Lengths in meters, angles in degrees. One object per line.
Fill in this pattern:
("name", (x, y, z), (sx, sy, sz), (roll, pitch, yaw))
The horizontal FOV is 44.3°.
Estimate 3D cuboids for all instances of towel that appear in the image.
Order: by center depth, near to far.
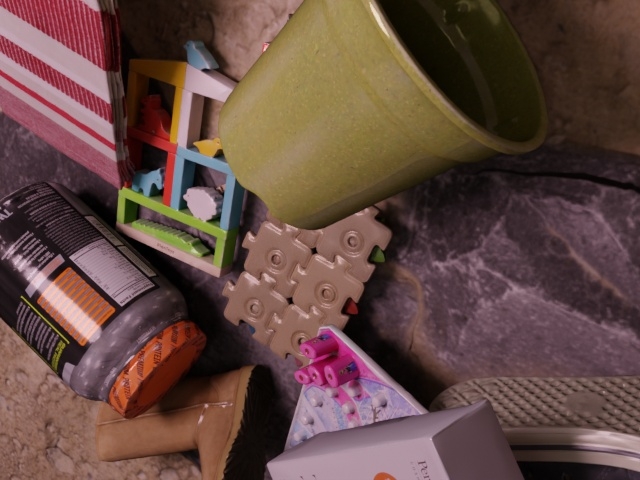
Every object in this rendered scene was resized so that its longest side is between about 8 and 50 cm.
("towel", (-0.333, -0.231, 0.964), (0.237, 0.037, 0.329), (32, 145, 15))

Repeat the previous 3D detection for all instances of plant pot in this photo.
("plant pot", (0.041, -0.145, 0.792), (0.254, 0.276, 0.276), (-33, 90, 36))

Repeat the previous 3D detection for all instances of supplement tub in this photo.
("supplement tub", (-0.320, 0.083, 1.078), (0.316, 0.194, 0.193), (41, 120, 13))

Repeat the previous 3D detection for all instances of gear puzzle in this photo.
("gear puzzle", (0.000, 0.000, 0.989), (0.175, 0.044, 0.338), (33, 115, 16))

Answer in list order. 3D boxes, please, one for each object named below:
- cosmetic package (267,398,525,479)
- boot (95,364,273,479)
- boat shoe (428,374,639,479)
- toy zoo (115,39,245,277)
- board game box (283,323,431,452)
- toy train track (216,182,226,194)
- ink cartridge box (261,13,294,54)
("cosmetic package", (0.120, 0.368, 0.791), (0.284, 0.097, 0.377), (-29, 83, 49))
("boot", (-0.204, 0.289, 1.101), (0.270, 0.236, 0.089), (-12, 136, 27))
("boat shoe", (0.349, 0.241, 0.811), (0.500, 0.187, 0.155), (-5, 106, 35))
("toy zoo", (-0.180, -0.117, 1.034), (0.192, 0.030, 0.293), (22, 115, 25))
("board game box", (0.077, 0.359, 0.951), (0.390, 0.050, 0.389), (41, 134, 31))
("toy train track", (-0.105, -0.078, 1.028), (0.083, 0.014, 0.048), (-22, 96, 31))
("ink cartridge box", (-0.045, -0.212, 0.924), (0.029, 0.063, 0.115), (20, 114, 20))
